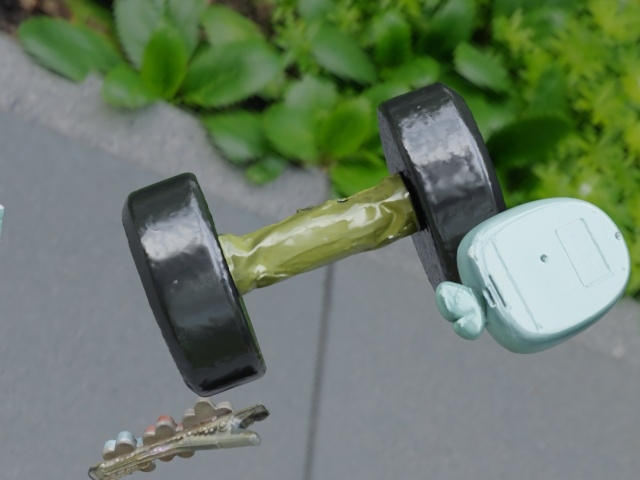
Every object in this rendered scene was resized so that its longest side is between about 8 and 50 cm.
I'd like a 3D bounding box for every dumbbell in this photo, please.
[{"bbox_3d":[0.000,0.000,1.574,0.322,0.204,0.204,-20,55,-2],"label":"dumbbell"}]

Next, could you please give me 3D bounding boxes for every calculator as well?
[{"bbox_3d":[0.142,0.023,1.142,0.153,0.021,0.095,-22,81,-31],"label":"calculator"}]

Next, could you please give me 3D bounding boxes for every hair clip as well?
[{"bbox_3d":[-0.145,0.201,1.763,0.062,0.213,0.056,52,34,-35],"label":"hair clip"}]

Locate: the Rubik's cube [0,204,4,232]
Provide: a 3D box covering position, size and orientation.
[{"bbox_3d":[-0.378,-0.022,1.807,0.073,0.084,0.075,29,20,28],"label":"Rubik's cube"}]
